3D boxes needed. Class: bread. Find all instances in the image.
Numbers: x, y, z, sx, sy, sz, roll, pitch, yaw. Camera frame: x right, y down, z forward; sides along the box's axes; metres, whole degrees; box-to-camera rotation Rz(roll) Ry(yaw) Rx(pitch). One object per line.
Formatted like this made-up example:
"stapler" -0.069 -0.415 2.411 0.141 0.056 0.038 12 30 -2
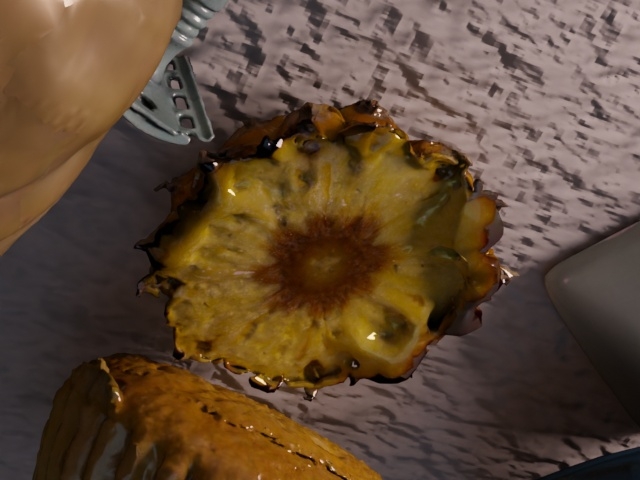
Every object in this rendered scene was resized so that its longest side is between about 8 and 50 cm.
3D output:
"bread" -0.058 0.160 0.845 0.240 0.240 0.139 27 82 -25

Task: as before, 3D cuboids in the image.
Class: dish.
"dish" 0.283 0.043 0.884 0.243 0.080 0.182 -30 125 14

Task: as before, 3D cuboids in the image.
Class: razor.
"razor" -0.021 -0.158 0.696 0.068 0.106 0.232 34 107 -28

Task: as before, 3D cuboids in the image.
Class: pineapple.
"pineapple" 0.000 0.000 0.817 0.224 0.076 0.225 -4 131 -5

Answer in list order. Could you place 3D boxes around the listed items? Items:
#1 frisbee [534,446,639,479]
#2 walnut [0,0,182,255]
"frisbee" 0.242 0.163 0.944 0.289 0.049 0.289 -2 157 -1
"walnut" -0.225 -0.144 0.529 0.381 0.381 0.381 -3 128 -4
